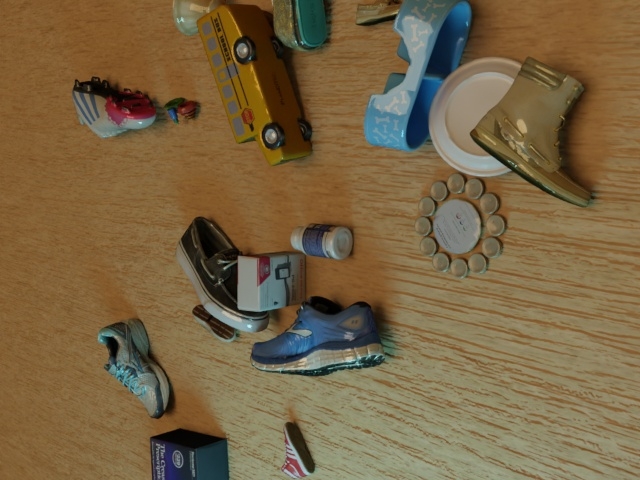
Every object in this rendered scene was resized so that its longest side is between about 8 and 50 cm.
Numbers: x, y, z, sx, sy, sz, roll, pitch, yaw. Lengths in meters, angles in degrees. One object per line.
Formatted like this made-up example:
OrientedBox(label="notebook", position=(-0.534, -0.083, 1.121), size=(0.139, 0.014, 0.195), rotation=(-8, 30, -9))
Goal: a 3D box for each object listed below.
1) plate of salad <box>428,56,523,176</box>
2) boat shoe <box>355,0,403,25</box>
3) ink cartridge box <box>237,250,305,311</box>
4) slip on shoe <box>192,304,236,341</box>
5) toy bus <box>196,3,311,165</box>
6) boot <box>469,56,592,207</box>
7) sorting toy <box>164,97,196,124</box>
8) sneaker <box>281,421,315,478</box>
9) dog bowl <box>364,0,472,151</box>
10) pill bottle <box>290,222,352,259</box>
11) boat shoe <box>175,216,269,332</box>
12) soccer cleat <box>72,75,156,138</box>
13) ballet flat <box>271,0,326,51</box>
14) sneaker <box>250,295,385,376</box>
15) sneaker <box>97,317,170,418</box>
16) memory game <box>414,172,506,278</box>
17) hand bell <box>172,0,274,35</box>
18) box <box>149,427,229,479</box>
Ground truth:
OrientedBox(label="plate of salad", position=(0.279, -0.204, 1.279), size=(0.199, 0.048, 0.200), rotation=(-2, 85, 22))
OrientedBox(label="boat shoe", position=(0.117, -0.428, 1.418), size=(0.135, 0.050, 0.045), rotation=(1, 99, 42))
OrientedBox(label="ink cartridge box", position=(-0.098, 0.082, 1.581), size=(0.063, 0.150, 0.109), rotation=(2, 94, 38))
OrientedBox(label="slip on shoe", position=(-0.245, 0.198, 1.797), size=(0.135, 0.051, 0.041), rotation=(28, 151, 29))
OrientedBox(label="toy bus", position=(-0.134, -0.313, 1.577), size=(0.130, 0.108, 0.333), rotation=(-17, 92, 37))
OrientedBox(label="boot", position=(0.362, -0.166, 1.191), size=(0.213, 0.077, 0.165), rotation=(36, 95, 5))
OrientedBox(label="sorting toy", position=(-0.332, -0.306, 1.837), size=(0.102, 0.061, 0.042), rotation=(20, 141, 47))
OrientedBox(label="sneaker", position=(-0.063, 0.452, 1.647), size=(0.067, 0.042, 0.118), rotation=(-36, 71, 34))
OrientedBox(label="dog bowl", position=(0.171, -0.289, 1.313), size=(0.074, 0.166, 0.297), rotation=(27, 111, 26))
OrientedBox(label="pill bottle", position=(0.000, 0.000, 1.542), size=(0.120, 0.067, 0.067), rotation=(7, 98, 41))
OrientedBox(label="boat shoe", position=(-0.220, 0.067, 1.707), size=(0.335, 0.121, 0.119), rotation=(43, 124, 34))
OrientedBox(label="soccer cleat", position=(-0.523, -0.318, 1.977), size=(0.331, 0.116, 0.143), rotation=(28, 127, 40))
OrientedBox(label="ballet flat", position=(-0.053, -0.545, 1.495), size=(0.123, 0.123, 0.349), rotation=(17, 118, 40))
OrientedBox(label="sneaker", position=(-0.010, 0.193, 1.548), size=(0.330, 0.129, 0.147), rotation=(-16, 68, 38))
OrientedBox(label="sneaker", position=(-0.486, 0.335, 1.966), size=(0.110, 0.122, 0.283), rotation=(-48, 63, 34))
OrientedBox(label="memory game", position=(0.243, -0.025, 1.358), size=(0.186, 0.012, 0.186), rotation=(4, 97, 41))
OrientedBox(label="hand bell", position=(-0.189, -0.493, 1.674), size=(0.242, 0.126, 0.126), rotation=(17, 104, 27))
OrientedBox(label="box", position=(-0.311, 0.600, 1.844), size=(0.184, 0.103, 0.261), rotation=(-2, 91, 39))
